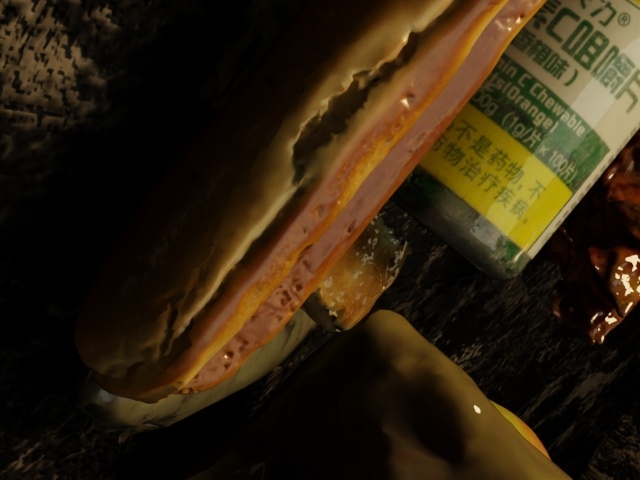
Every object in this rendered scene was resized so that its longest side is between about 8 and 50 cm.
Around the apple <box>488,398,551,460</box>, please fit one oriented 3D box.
[{"bbox_3d":[0.078,0.245,1.074,0.194,0.261,0.261,35,95,-37],"label":"apple"}]

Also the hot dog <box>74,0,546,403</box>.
[{"bbox_3d":[0.001,-0.067,0.611,0.337,0.100,0.135,-52,167,6],"label":"hot dog"}]

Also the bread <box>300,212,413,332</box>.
[{"bbox_3d":[-0.002,0.000,0.727,0.070,0.077,0.083,-46,139,-6],"label":"bread"}]

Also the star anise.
[{"bbox_3d":[0.234,-0.040,1.059,0.346,0.148,0.237,61,49,-64],"label":"star anise"}]

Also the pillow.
[{"bbox_3d":[-0.066,0.068,0.759,0.241,0.051,0.093,-26,153,-52],"label":"pillow"}]

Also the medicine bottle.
[{"bbox_3d":[0.143,-0.128,0.726,0.293,0.141,0.141,-51,158,2],"label":"medicine bottle"}]

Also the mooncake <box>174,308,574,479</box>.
[{"bbox_3d":[-0.036,0.236,0.783,0.394,0.246,0.393,-45,166,20],"label":"mooncake"}]
